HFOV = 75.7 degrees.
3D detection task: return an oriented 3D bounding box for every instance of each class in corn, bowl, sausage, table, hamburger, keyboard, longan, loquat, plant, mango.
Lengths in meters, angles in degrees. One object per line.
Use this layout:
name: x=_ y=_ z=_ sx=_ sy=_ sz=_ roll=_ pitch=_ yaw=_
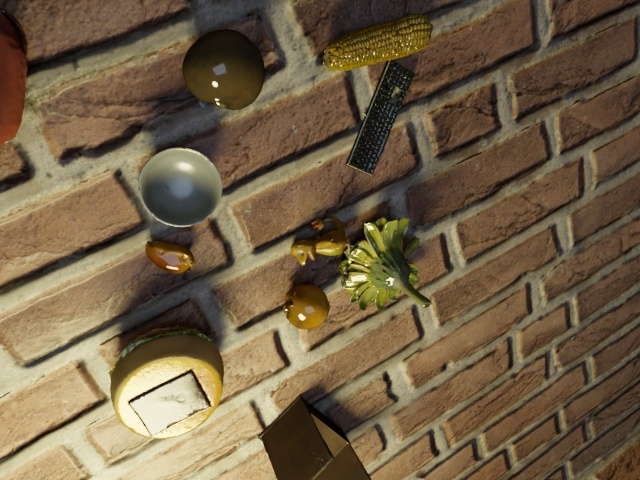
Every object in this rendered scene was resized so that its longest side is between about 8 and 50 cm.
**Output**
corn: x=0.146 y=-0.514 z=1.076 sx=0.313 sy=0.102 sz=0.101 roll=-19 pitch=113 yaw=-13
bowl: x=-0.342 y=-0.135 z=1.003 sx=0.189 sy=0.086 sz=0.188 roll=-7 pitch=109 yaw=-22
sausage: x=-0.653 y=-0.311 z=0.787 sx=0.152 sy=0.152 sz=0.279 roll=9 pitch=104 yaw=-24
table: x=-0.014 y=0.693 z=1.287 sx=0.196 sy=0.282 sz=0.250 roll=-44 pitch=117 yaw=-5
hamburger: x=-0.395 y=0.362 z=1.087 sx=0.301 sy=0.176 sz=0.299 roll=-7 pitch=109 yaw=-22
keyboard: x=0.169 y=-0.348 z=1.177 sx=0.106 sy=0.027 sz=0.316 roll=17 pitch=100 yaw=-26
longan: x=-0.215 y=-0.384 z=0.932 sx=0.189 sy=0.189 sz=0.189 roll=-7 pitch=109 yaw=-20
loquat: x=-0.040 y=0.191 z=1.199 sx=0.141 sy=0.141 sz=0.141 roll=-7 pitch=109 yaw=-20
plant: x=0.183 y=0.102 z=1.239 sx=0.262 sy=0.296 sz=0.305 roll=-9 pitch=130 yaw=13
mango: x=-0.386 y=0.040 z=1.053 sx=0.127 sy=0.063 sz=0.077 roll=26 pitch=100 yaw=-22

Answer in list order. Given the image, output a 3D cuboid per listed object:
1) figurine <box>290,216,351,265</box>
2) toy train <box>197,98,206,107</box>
figurine: x=-0.003 y=-0.003 z=1.188 sx=0.176 sy=0.121 sz=0.122 roll=-15 pitch=79 yaw=-4
toy train: x=-0.293 y=-0.361 z=0.989 sx=0.017 sy=0.017 sz=0.083 roll=-17 pitch=112 yaw=-14
